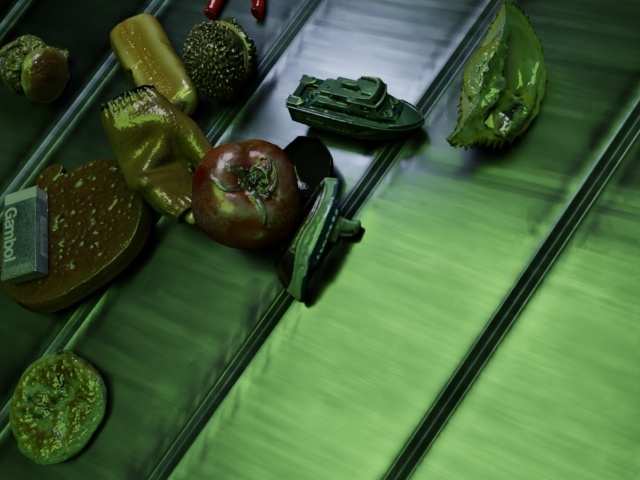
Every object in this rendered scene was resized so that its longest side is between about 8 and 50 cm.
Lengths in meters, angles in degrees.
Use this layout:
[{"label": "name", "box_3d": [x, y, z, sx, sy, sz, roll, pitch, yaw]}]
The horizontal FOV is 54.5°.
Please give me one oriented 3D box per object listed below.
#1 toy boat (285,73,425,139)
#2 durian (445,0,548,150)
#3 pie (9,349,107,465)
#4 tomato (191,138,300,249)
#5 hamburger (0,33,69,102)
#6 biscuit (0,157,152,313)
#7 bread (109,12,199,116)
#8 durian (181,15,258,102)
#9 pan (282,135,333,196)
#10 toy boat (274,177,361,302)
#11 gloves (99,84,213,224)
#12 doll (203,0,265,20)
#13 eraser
[{"label": "toy boat", "box_3d": [0.077, -0.284, 1.321, 0.296, 0.122, 0.114, 15, 55, 15]}, {"label": "durian", "box_3d": [0.351, -0.296, 1.228, 0.172, 0.166, 0.306, 27, 83, 18]}, {"label": "pie", "box_3d": [-0.565, 0.354, 1.335, 0.241, 0.054, 0.240, -5, 71, 13]}, {"label": "tomato", "box_3d": [-0.153, -0.086, 1.256, 0.232, 0.188, 0.231, 3, 71, -9]}, {"label": "hamburger", "box_3d": [-0.699, -0.429, 1.556, 0.131, 0.159, 0.185, 19, 53, 23]}, {"label": "biscuit", "box_3d": [-0.573, -0.027, 1.442, 0.395, 0.070, 0.350, -28, 65, 6]}, {"label": "bread", "box_3d": [-0.396, -0.410, 1.496, 0.142, 0.091, 0.305, -29, 69, -3]}, {"label": "durian", "box_3d": [-0.225, -0.406, 1.418, 0.167, 0.196, 0.196, 9, 75, 38]}, {"label": "pan", "box_3d": [-0.053, -0.135, 1.350, 0.202, 0.048, 0.128, -38, 69, 20]}, {"label": "toy boat", "box_3d": [0.000, 0.000, 1.271, 0.115, 0.114, 0.262, 31, 83, -13]}, {"label": "gloves", "box_3d": [-0.336, -0.175, 1.360, 0.203, 0.155, 0.356, -30, 82, -15]}, {"label": "doll", "box_3d": [-0.188, -0.730, 1.541, 0.189, 0.099, 0.383, 2, 78, 15]}, {"label": "eraser", "box_3d": [-0.663, -0.012, 1.398, 0.092, 0.046, 0.212, -15, 66, 11]}]
